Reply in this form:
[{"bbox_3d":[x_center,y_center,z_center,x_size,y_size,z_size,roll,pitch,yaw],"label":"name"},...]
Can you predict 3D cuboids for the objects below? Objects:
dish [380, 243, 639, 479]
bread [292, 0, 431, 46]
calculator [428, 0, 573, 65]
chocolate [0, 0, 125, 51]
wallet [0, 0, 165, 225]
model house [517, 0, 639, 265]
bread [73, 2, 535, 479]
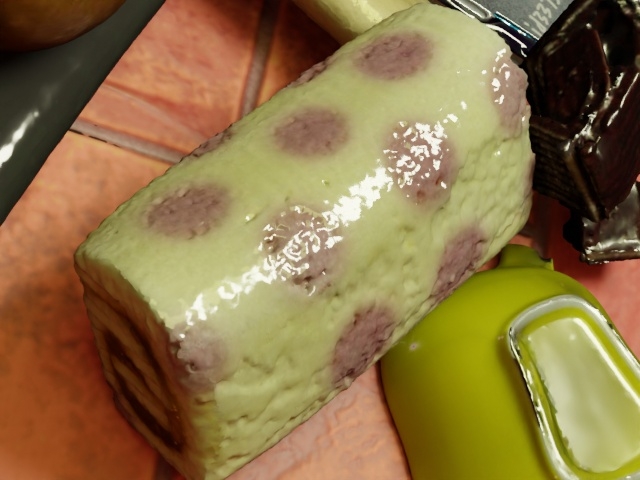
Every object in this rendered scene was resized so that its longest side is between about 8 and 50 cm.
[{"bbox_3d":[0.169,0.119,1.145,0.221,0.108,0.262,-19,76,-28],"label":"dish"},{"bbox_3d":[-0.001,-0.215,1.226,0.178,0.060,0.139,44,22,2],"label":"bread"},{"bbox_3d":[0.153,-0.236,1.343,0.274,0.028,0.166,34,56,-7],"label":"calculator"},{"bbox_3d":[-0.186,-0.210,1.052,0.177,0.177,0.177,8,65,-18],"label":"chocolate"},{"bbox_3d":[-0.259,-0.157,1.125,0.228,0.062,0.406,33,59,-5],"label":"wallet"},{"bbox_3d":[0.223,-0.075,1.203,0.141,0.203,0.164,-23,51,10],"label":"model house"},{"bbox_3d":[0.000,0.000,1.078,0.155,0.187,0.338,32,55,33],"label":"bread"}]
